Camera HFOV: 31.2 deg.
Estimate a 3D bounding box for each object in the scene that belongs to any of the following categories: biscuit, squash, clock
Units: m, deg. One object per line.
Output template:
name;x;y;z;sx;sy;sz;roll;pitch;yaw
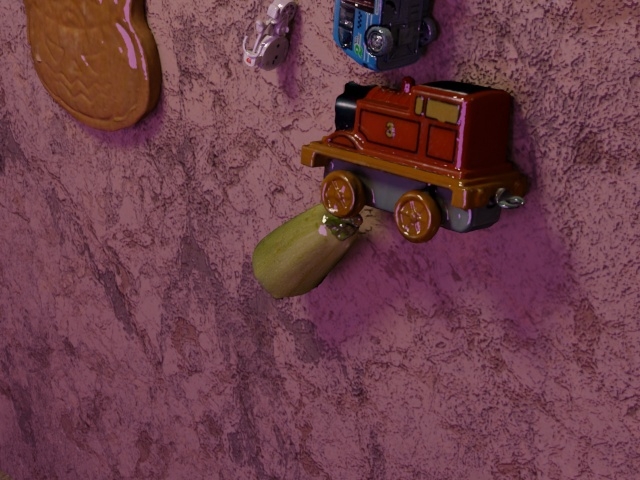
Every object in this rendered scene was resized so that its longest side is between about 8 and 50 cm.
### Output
biscuit;-0.463;-0.396;2.258;0.385;0.062;0.365;15;119;40
squash;0.008;-0.009;1.922;0.137;0.137;0.287;59;140;6
clock;-0.081;-0.340;1.888;0.041;0.087;0.129;38;125;26

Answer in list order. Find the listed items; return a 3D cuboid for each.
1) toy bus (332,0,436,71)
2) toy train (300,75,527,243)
toy bus;0.093;-0.379;1.665;0.134;0.113;0.246;29;127;38
toy train;0.149;-0.128;1.706;0.369;0.163;0.232;18;109;39
